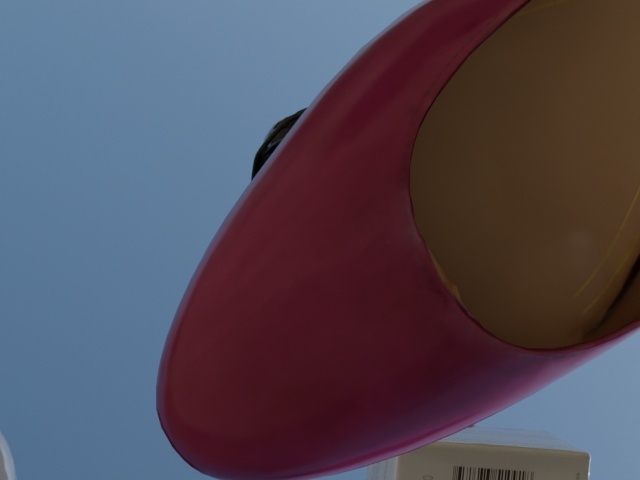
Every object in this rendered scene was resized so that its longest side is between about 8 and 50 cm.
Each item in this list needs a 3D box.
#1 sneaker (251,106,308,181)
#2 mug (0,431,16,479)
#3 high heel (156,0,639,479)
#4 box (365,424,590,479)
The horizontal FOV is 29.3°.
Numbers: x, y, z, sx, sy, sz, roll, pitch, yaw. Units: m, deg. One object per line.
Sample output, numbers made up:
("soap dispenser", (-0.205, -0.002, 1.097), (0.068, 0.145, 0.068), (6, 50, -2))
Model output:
("sneaker", (0.000, 0.000, 0.661), (0.130, 0.109, 0.286), (43, -136, 3))
("mug", (-0.344, 0.300, 0.933), (0.328, 0.276, 0.374), (0, -109, 35))
("high heel", (0.111, -0.045, 0.324), (0.377, 0.127, 0.181), (-40, -171, -1))
("box", (0.135, 0.265, 1.121), (0.181, 0.182, 0.119), (5, -179, -8))
